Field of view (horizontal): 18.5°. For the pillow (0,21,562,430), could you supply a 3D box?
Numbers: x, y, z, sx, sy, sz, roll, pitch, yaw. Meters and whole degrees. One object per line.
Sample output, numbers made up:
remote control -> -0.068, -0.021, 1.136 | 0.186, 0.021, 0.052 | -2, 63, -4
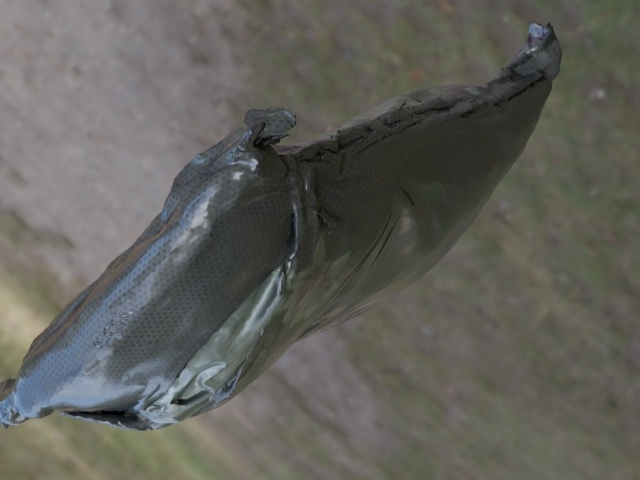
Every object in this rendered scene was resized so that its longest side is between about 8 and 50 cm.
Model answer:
pillow -> 0.000, 0.000, 0.713 | 0.059, 0.255, 0.169 | 48, 121, 11
